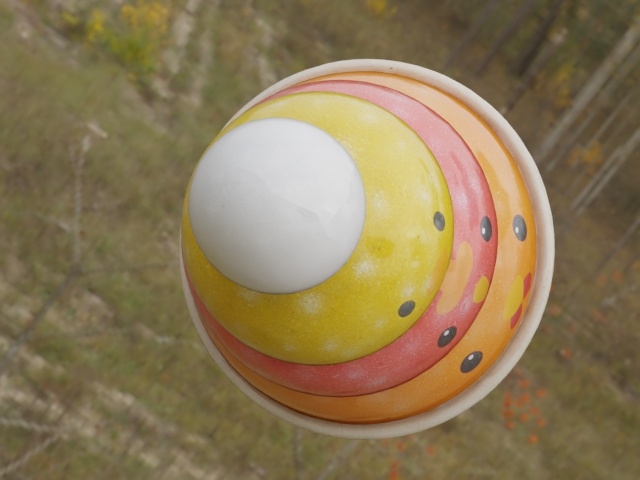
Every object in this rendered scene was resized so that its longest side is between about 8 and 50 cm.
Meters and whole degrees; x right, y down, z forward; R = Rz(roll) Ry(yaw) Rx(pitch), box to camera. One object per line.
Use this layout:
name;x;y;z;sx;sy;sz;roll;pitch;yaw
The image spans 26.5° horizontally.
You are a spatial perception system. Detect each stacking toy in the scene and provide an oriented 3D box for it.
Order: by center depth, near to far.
stacking toy;0.000;0.000;1.063;0.350;0.351;0.480;40;6;10
